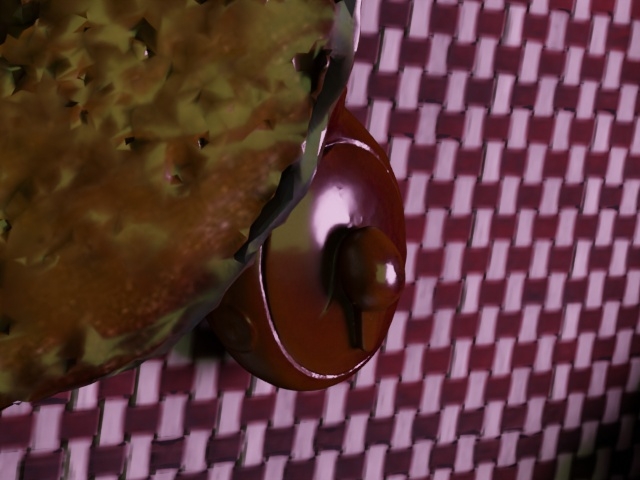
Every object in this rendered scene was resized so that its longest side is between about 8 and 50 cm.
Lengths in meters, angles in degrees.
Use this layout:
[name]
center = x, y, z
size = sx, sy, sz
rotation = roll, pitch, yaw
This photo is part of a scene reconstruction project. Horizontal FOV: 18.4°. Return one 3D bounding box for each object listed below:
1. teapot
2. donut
[teapot]
center = 0.000, 0.000, 0.781
size = 0.098, 0.078, 0.129
rotation = -24, 118, -38
[donut]
center = -0.123, -0.090, 0.571
size = 0.272, 0.107, 0.272
rotation = -6, 110, -16
